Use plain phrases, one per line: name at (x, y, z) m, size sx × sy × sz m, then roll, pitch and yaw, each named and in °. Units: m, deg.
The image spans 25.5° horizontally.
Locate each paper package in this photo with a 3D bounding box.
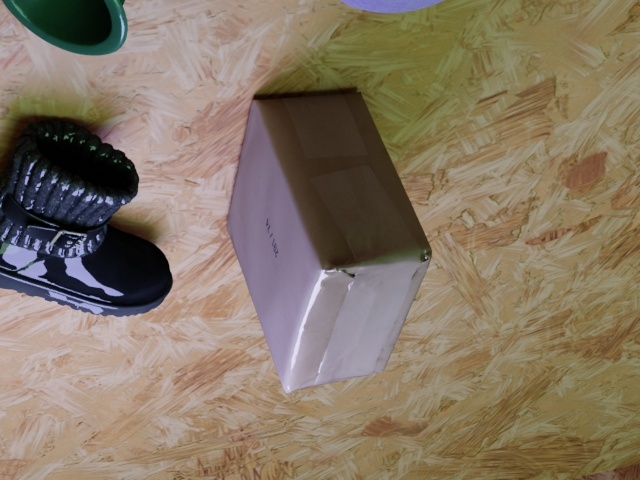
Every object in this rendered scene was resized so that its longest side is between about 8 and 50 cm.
paper package at (0.000, 0.000, 2.011) m, size 0.168 × 0.324 × 0.309 m, roll -7°, pitch 143°, yaw -21°

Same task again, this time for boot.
boot at (-0.310, -0.025, 1.984) m, size 0.348 × 0.131 × 0.260 m, roll 11°, pitch 134°, yaw -38°

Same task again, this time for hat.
hat at (-0.255, -0.340, 1.674) m, size 0.209 × 0.183 × 0.173 m, roll 14°, pitch 145°, yaw 23°

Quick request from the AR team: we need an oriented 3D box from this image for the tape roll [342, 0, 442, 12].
tape roll at (0.109, -0.407, 1.718) m, size 0.275 × 0.090 × 0.274 m, roll -14°, pitch 146°, yaw -10°
